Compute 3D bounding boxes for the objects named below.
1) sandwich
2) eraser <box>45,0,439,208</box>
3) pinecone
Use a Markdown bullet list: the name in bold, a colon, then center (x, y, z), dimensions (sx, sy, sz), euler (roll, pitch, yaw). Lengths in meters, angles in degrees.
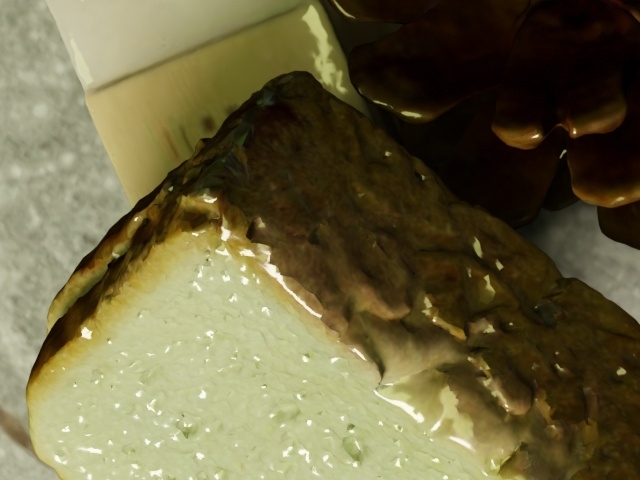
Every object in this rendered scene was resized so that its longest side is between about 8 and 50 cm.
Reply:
- **sandwich**: center (0.030, 0.080, 0.705), dimensions (0.288, 0.099, 0.254), euler (36, 144, -5)
- **eraser**: center (0.000, 0.000, 0.818), dimensions (0.144, 0.078, 0.343), euler (-18, 99, 32)
- **pinecone**: center (0.091, -0.110, 0.653), dimensions (0.202, 0.201, 0.229), euler (12, 96, 18)
